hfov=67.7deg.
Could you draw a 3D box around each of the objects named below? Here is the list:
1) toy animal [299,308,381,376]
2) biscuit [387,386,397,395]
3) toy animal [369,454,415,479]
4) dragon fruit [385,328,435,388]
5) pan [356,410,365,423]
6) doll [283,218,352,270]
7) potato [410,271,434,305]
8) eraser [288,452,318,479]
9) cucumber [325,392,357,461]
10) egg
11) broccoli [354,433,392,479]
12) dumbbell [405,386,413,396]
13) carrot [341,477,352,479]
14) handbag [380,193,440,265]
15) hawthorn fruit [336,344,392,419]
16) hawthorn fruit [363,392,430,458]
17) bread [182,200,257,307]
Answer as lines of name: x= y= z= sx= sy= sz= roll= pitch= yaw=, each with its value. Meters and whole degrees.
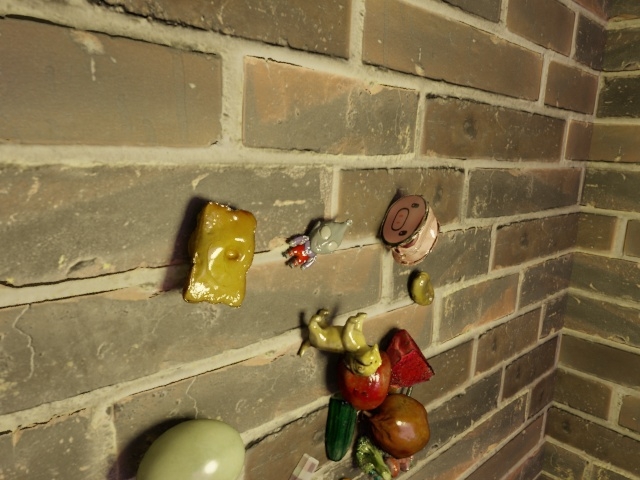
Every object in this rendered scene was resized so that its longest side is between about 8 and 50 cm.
toy animal: x=0.068 y=0.283 z=1.355 sx=0.121 sy=0.233 sz=0.168 roll=-11 pitch=116 yaw=-78
biscuit: x=0.243 y=0.541 z=1.719 sx=0.119 sy=0.019 sz=0.129 roll=-24 pitch=115 yaw=-38
toy animal: x=0.266 y=0.822 z=1.776 sx=0.208 sy=0.100 sz=0.103 roll=3 pitch=58 yaw=-42
dragon fruit: x=0.294 y=0.412 z=1.659 sx=0.261 sy=0.163 sz=0.189 roll=49 pitch=37 yaw=-43
pan: x=0.149 y=0.580 z=1.634 sx=0.115 sy=0.023 sz=0.068 roll=-37 pitch=122 yaw=-32
doll: x=0.000 y=0.000 z=1.321 sx=0.228 sy=0.075 sz=0.102 roll=-30 pitch=110 yaw=-22
potato: x=0.362 y=0.173 z=1.711 sx=0.092 sy=0.070 sz=0.137 roll=-37 pitch=122 yaw=-30
eraser: x=-0.053 y=0.716 z=1.472 sx=0.105 sy=0.026 sz=0.065 roll=-55 pitch=134 yaw=-20
cucumber: x=0.076 y=0.605 z=1.548 sx=0.115 sy=0.063 sz=0.243 roll=-2 pitch=103 yaw=-43
egg: x=-0.288 y=0.505 z=1.079 sx=0.253 sy=0.187 sz=0.186 roll=-5 pitch=104 yaw=-47
broccoli: x=0.182 y=0.733 z=1.588 sx=0.118 sy=0.204 sz=0.122 roll=21 pitch=85 yaw=-13
dumbbell: x=0.294 y=0.658 z=1.754 sx=0.082 sy=0.082 sz=0.253 roll=22 pitch=84 yaw=-45
carrot: x=0.133 y=0.902 z=1.671 sx=0.070 sy=0.070 sz=0.260 roll=-53 pitch=133 yaw=-21
handbag: x=0.283 y=-0.033 z=1.517 sx=0.116 sy=0.179 sz=0.205 roll=39 pitch=72 yaw=-35
hawthorn fruit: x=0.138 y=0.438 z=1.468 sx=0.181 sy=0.181 sz=0.235 roll=-8 pitch=95 yaw=-43
hawthorn fruit: x=0.239 y=0.613 z=1.602 sx=0.248 sy=0.208 sz=0.207 roll=23 pitch=83 yaw=-30
bread: x=-0.234 y=0.033 z=1.094 sx=0.161 sy=0.088 sz=0.232 roll=19 pitch=83 yaw=-50
